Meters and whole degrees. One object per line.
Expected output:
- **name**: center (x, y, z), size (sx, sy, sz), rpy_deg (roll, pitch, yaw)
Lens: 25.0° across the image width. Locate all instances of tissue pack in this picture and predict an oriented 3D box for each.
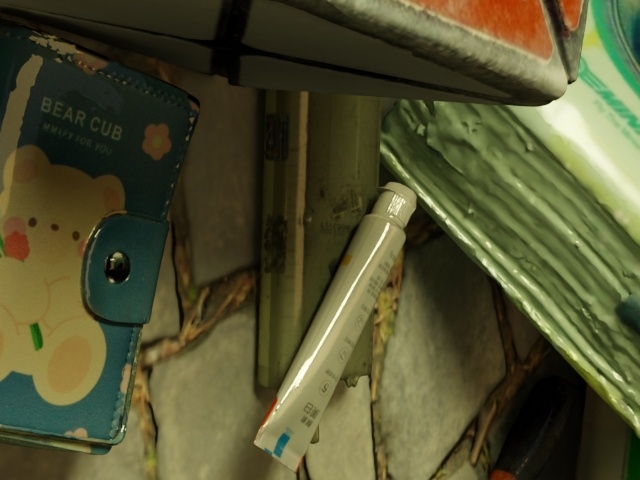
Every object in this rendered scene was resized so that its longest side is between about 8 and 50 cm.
- **tissue pack**: center (0.253, -0.093, 1.031), size (0.287, 0.162, 0.388), rpy_deg (47, 50, 4)

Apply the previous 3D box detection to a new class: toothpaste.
- **toothpaste**: center (0.012, 0.050, 0.895), size (0.048, 0.031, 0.190), rpy_deg (44, 66, -47)

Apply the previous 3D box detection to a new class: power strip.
- **power strip**: center (0.000, 0.000, 0.922), size (0.092, 0.034, 0.268), rpy_deg (-6, 101, -50)

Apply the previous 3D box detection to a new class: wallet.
- **wallet**: center (-0.141, 0.003, 0.738), size (0.141, 0.059, 0.202), rpy_deg (18, 81, -44)

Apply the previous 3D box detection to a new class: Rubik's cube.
- **Rubik's cube**: center (-0.027, -0.212, 0.689), size (0.255, 0.260, 0.259), rpy_deg (13, 83, -48)

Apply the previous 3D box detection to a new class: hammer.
- **hammer**: center (0.123, 0.213, 1.096), size (0.290, 0.037, 0.137), rpy_deg (-56, 142, -30)

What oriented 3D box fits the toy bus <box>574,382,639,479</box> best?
- **toy bus**: center (0.291, 0.147, 1.184), size (0.179, 0.143, 0.305), rpy_deg (-1, 98, -64)
